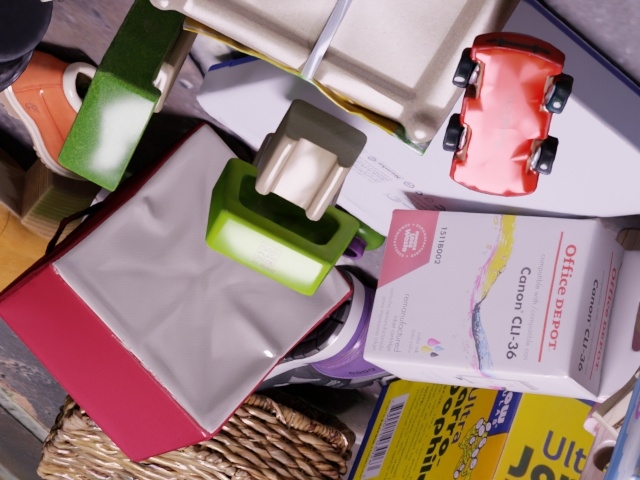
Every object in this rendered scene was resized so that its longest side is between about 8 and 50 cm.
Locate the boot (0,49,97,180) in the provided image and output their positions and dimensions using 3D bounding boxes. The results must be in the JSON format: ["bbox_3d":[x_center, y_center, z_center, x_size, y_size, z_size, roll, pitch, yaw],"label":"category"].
[{"bbox_3d":[-0.191,-0.095,1.456,0.085,0.059,0.158,5,153,27],"label":"boot"}]

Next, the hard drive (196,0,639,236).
[{"bbox_3d":[0.086,-0.075,1.240,0.210,0.040,0.319,34,157,-30],"label":"hard drive"}]

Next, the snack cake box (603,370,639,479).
[{"bbox_3d":[0.275,0.055,1.048,0.152,0.264,0.089,21,159,1],"label":"snack cake box"}]

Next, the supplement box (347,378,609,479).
[{"bbox_3d":[0.176,0.233,1.704,0.194,0.195,0.356,27,159,-14],"label":"supplement box"}]

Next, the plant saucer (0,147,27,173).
[{"bbox_3d":[-0.369,-0.072,1.721,0.200,0.037,0.200,19,159,8],"label":"plant saucer"}]

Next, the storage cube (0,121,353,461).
[{"bbox_3d":[-0.122,0.048,1.490,0.215,0.183,0.193,48,155,-6],"label":"storage cube"}]

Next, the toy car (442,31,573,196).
[{"bbox_3d":[0.133,-0.146,0.924,0.225,0.053,0.239,-15,122,25],"label":"toy car"}]

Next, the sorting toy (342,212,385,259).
[{"bbox_3d":[0.000,0.000,1.516,0.102,0.042,0.061,19,160,9],"label":"sorting toy"}]

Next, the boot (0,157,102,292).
[{"bbox_3d":[-0.356,-0.042,1.601,0.295,0.104,0.211,24,136,-24],"label":"boot"}]

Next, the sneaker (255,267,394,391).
[{"bbox_3d":[-0.005,0.109,1.717,0.124,0.107,0.283,25,161,-26],"label":"sneaker"}]

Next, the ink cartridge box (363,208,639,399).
[{"bbox_3d":[0.139,0.044,1.269,0.198,0.115,0.067,3,164,30],"label":"ink cartridge box"}]

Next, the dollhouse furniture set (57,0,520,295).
[{"bbox_3d":[-0.006,-0.144,1.101,0.198,0.151,0.301,27,130,-5],"label":"dollhouse furniture set"}]

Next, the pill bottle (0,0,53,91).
[{"bbox_3d":[-0.276,-0.150,1.305,0.123,0.122,0.219,31,158,-23],"label":"pill bottle"}]

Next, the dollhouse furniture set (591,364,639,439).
[{"bbox_3d":[0.294,0.080,1.161,0.129,0.184,0.129,44,164,9],"label":"dollhouse furniture set"}]

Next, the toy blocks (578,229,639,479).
[{"bbox_3d":[0.326,0.191,1.350,0.289,0.260,0.309,13,158,23],"label":"toy blocks"}]

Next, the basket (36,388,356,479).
[{"bbox_3d":[-0.112,0.179,1.904,0.299,0.223,0.213,26,145,-6],"label":"basket"}]
